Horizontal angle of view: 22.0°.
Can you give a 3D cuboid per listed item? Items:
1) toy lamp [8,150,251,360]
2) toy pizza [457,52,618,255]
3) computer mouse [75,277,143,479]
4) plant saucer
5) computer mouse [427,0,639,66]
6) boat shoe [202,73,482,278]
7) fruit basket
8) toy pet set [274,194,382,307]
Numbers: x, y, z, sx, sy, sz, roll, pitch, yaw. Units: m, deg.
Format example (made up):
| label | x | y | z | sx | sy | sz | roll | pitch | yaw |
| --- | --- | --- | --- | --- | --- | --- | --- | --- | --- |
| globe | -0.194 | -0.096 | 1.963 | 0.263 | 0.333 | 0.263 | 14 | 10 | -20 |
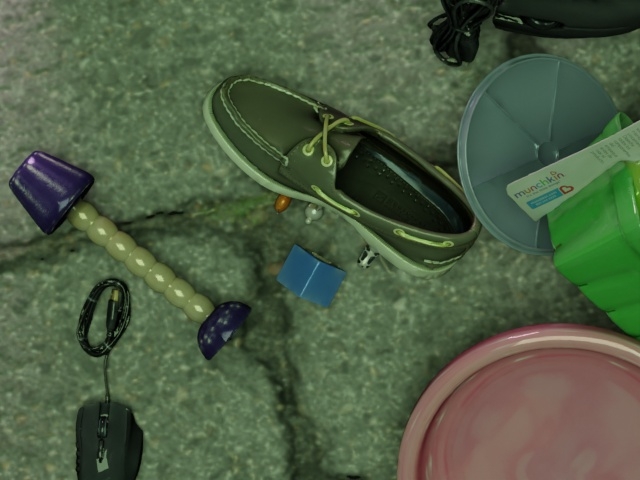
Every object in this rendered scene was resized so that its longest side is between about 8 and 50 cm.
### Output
| label | x | y | z | sx | sy | sz | roll | pitch | yaw |
| --- | --- | --- | --- | --- | --- | --- | --- | --- | --- |
| toy lamp | -0.199 | 0.012 | 1.685 | 0.274 | 0.080 | 0.080 | 41 | 97 | -3 |
| toy pizza | 0.219 | -0.085 | 1.643 | 0.201 | 0.032 | 0.201 | 0 | 89 | -26 |
| computer mouse | -0.224 | 0.161 | 1.720 | 0.071 | 0.041 | 0.242 | 0 | 96 | 4 |
| plant saucer | 0.245 | 0.233 | 1.659 | 0.332 | 0.084 | 0.332 | 3 | 108 | 8 |
| computer mouse | 0.246 | -0.227 | 1.597 | 0.272 | 0.188 | 0.072 | -15 | 76 | -6 |
| boat shoe | 0.025 | -0.078 | 1.637 | 0.305 | 0.091 | 0.109 | 34 | 62 | -4 |
| fruit basket | 0.403 | -0.046 | 1.544 | 0.353 | 0.165 | 0.327 | -34 | 129 | 24 |
| toy pet set | 0.000 | 0.000 | 1.678 | 0.122 | 0.065 | 0.114 | 29 | 97 | 0 |
